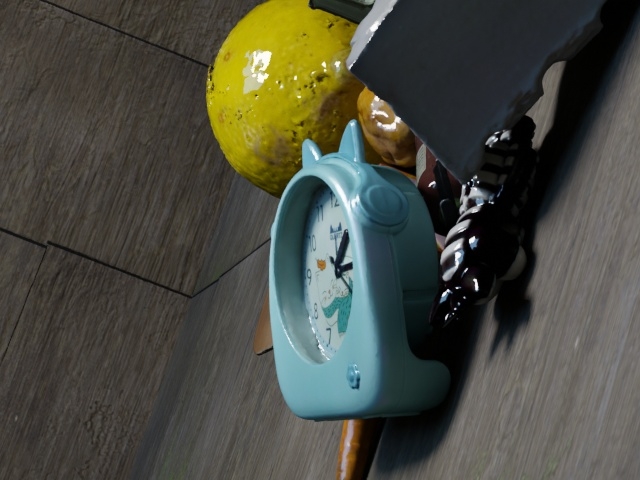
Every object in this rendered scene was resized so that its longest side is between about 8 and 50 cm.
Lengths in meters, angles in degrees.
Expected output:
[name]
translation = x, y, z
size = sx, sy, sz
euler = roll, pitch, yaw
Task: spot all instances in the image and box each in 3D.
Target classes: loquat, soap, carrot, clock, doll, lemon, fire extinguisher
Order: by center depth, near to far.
[doll]
translation = 0.144, -0.015, 1.423
size = 0.091, 0.067, 0.219
euler = -39, 25, 52
[soap]
translation = 0.139, -0.224, 1.481
size = 0.258, 0.159, 0.302
euler = -52, 12, 14
[clock]
translation = 0.032, 0.030, 1.550
size = 0.223, 0.094, 0.274
euler = 167, 101, -64
[fire extinguisher]
translation = 0.122, -0.069, 1.579
size = 0.231, 0.071, 0.099
euler = -85, -21, -60
[carrot]
translation = 0.052, 0.142, 1.667
size = 0.061, 0.061, 0.257
euler = 148, 132, -74
[loquat]
translation = 0.102, -0.140, 1.801
size = 0.137, 0.113, 0.137
euler = -36, 31, 26
[lemon]
translation = -0.007, -0.171, 1.989
size = 0.310, 0.258, 0.258
euler = 163, 127, -76

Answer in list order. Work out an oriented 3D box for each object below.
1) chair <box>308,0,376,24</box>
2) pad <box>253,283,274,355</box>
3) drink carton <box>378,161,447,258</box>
[chair]
translation = 0.098, -0.318, 1.685
size = 0.190, 0.274, 0.203
euler = 146, 141, -72
[pad]
translation = 0.000, 0.000, 2.182
size = 0.284, 0.018, 0.286
euler = -30, 39, 60
[drink carton]
translation = 0.061, -0.002, 1.750
size = 0.223, 0.096, 0.071
euler = 136, 153, -68
